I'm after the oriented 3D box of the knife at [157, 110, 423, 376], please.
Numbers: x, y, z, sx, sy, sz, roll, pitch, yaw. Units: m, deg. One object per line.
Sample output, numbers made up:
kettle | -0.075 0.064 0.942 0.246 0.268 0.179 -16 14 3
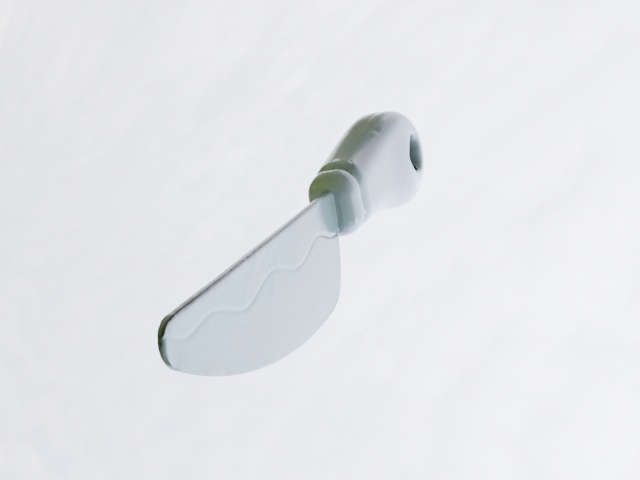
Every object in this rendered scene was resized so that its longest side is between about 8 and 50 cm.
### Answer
knife | 0.001 0.002 0.465 0.044 0.080 0.331 -2 -156 24
